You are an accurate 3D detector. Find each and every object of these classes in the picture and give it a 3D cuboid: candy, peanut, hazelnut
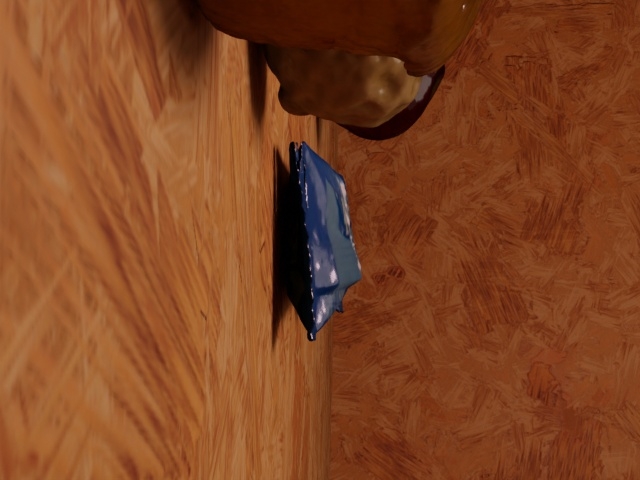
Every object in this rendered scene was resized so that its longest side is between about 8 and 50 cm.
[{"bbox_3d":[0.000,0.000,0.969,0.331,0.077,0.187,-42,126,-87],"label":"candy"},{"bbox_3d":[0.030,-0.215,0.634,0.143,0.159,0.291,-45,141,-54],"label":"peanut"},{"bbox_3d":[0.088,-0.274,1.528,0.229,0.229,0.230,1,90,-87],"label":"hazelnut"}]

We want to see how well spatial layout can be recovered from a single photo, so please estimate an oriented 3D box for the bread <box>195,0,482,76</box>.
[{"bbox_3d":[0.013,-0.197,0.406,0.268,0.145,0.269,1,90,-83],"label":"bread"}]
